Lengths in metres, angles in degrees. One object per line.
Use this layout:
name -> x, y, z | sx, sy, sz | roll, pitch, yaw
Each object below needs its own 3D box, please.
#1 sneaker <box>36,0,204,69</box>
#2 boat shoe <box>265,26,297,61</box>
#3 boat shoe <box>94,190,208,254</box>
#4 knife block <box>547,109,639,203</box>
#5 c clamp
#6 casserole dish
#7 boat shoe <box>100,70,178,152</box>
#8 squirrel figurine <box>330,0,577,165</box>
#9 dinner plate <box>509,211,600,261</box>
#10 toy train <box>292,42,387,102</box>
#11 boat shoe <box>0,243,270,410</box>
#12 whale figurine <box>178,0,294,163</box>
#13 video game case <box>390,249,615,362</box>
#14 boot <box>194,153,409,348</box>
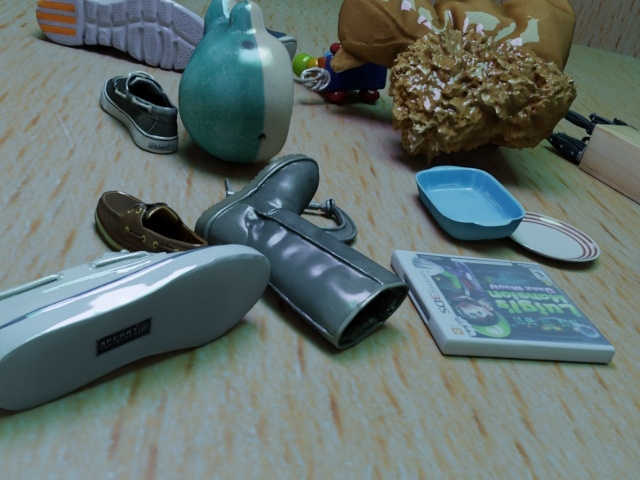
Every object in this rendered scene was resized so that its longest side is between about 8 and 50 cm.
sneaker -> -0.333, -0.408, 1.353 | 0.320, 0.125, 0.180 | 14, 27, -2
boat shoe -> -0.129, -0.372, 1.419 | 0.079, 0.095, 0.254 | 24, 26, 16
boat shoe -> -0.160, -0.010, 0.721 | 0.064, 0.060, 0.178 | -12, 36, -42
knife block -> 0.524, -0.151, 1.323 | 0.241, 0.088, 0.276 | 19, 27, 11
c clamp -> -0.036, -0.038, 0.884 | 0.160, 0.022, 0.137 | 9, 26, -10
casserole dish -> 0.195, -0.049, 0.990 | 0.114, 0.037, 0.188 | -4, 28, -11
boat shoe -> -0.248, -0.197, 1.036 | 0.077, 0.070, 0.219 | -5, 32, -34
squirrel figurine -> 0.209, -0.305, 1.222 | 0.370, 0.281, 0.397 | 21, 34, -13
dinner plate -> 0.302, -0.003, 0.993 | 0.141, 0.017, 0.141 | 12, 26, -6
toy train -> -0.002, -0.322, 1.391 | 0.247, 0.105, 0.143 | -12, 25, -41
boat shoe -> -0.152, 0.042, 0.582 | 0.084, 0.095, 0.258 | 37, 32, 31
whale figurine -> -0.132, -0.225, 1.000 | 0.141, 0.216, 0.272 | -7, 51, -20
video game case -> 0.188, 0.067, 0.790 | 0.190, 0.022, 0.173 | 6, 27, -17
boot -> 0.001, 0.001, 0.746 | 0.208, 0.076, 0.189 | 24, 50, 33
